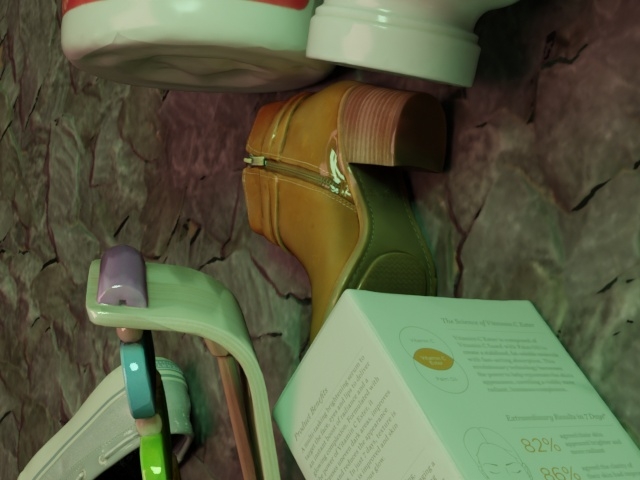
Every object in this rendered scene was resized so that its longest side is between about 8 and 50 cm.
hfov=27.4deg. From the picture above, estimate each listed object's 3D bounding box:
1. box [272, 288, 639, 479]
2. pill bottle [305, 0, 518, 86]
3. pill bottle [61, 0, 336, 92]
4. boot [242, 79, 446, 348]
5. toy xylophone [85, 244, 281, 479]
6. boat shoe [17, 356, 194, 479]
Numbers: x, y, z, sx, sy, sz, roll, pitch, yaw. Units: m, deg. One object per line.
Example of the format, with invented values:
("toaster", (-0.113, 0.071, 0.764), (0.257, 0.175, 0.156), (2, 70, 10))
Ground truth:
("box", (0.077, 0.115, 0.639), (0.091, 0.130, 0.170), (-60, 43, 30))
("pill bottle", (0.059, -0.218, 0.688), (0.146, 0.146, 0.264), (17, 99, 52))
("pill bottle", (-0.070, -0.263, 0.835), (0.176, 0.176, 0.319), (-3, 83, 52))
("boot", (0.000, 0.000, 0.804), (0.152, 0.073, 0.197), (6, 78, 51))
("toy xylophone", (-0.063, 0.157, 0.744), (0.236, 0.081, 0.323), (-150, 51, -83))
("boat shoe", (-0.166, 0.184, 0.988), (0.227, 0.079, 0.081), (-52, 44, 31))
